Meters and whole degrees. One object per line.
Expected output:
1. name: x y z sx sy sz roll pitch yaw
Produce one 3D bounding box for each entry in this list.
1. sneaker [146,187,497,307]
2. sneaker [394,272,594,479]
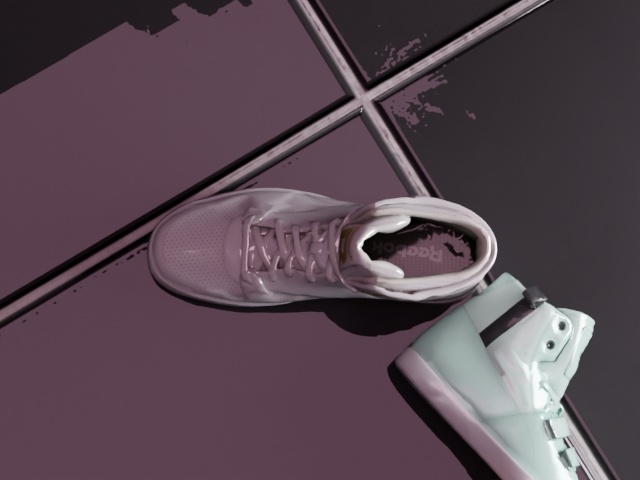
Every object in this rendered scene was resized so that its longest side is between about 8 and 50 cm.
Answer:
1. sneaker: 0.000 0.000 1.498 0.292 0.169 0.108 0 83 -2
2. sneaker: 0.201 0.144 1.522 0.151 0.094 0.256 -43 84 -2
